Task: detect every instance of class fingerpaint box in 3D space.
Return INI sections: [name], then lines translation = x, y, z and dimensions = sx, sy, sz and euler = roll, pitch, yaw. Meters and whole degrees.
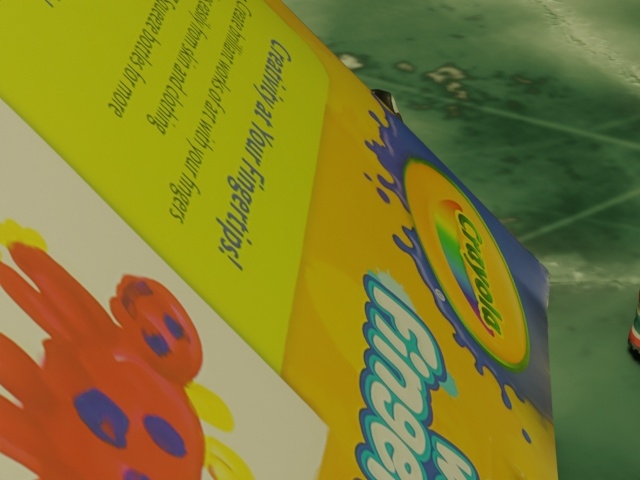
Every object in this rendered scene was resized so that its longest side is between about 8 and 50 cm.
[fingerpaint box]
translation = -0.107, 0.030, 0.532
dimensions = 0.371, 0.163, 0.445
euler = 44, 21, -16

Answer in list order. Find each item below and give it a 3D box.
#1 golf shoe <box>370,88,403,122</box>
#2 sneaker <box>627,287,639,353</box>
[golf shoe]
translation = 0.000, 0.000, 0.883
dimensions = 0.077, 0.094, 0.198
euler = 8, 33, 8
[sneaker]
translation = 0.204, -0.002, 0.911
dimensions = 0.057, 0.075, 0.161
euler = 25, 38, 33
